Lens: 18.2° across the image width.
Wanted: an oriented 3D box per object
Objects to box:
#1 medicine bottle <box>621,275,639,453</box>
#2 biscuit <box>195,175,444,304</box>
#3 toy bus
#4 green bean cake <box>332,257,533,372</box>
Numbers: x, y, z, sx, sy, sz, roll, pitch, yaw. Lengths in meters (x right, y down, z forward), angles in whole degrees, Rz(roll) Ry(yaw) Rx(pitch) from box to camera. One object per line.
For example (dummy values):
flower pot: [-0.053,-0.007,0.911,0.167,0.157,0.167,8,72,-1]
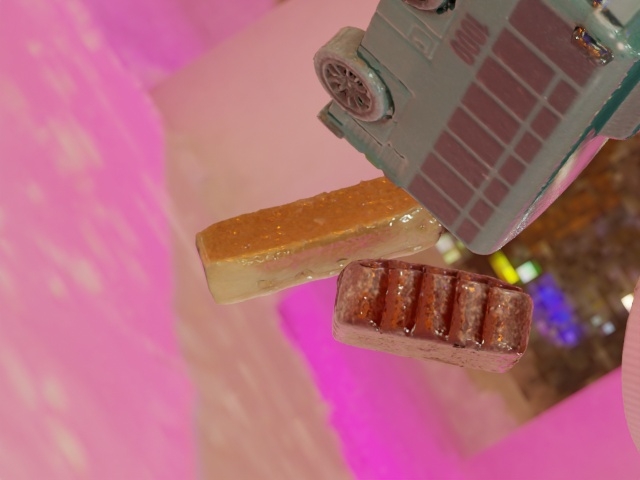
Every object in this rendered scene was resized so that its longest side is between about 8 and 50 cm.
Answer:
medicine bottle: [0.371,0.089,1.203,0.325,0.256,0.256,17,-26,44]
biscuit: [0.000,0.000,1.517,0.056,0.188,0.052,85,-12,-46]
toy bus: [0.101,-0.106,0.930,0.147,0.128,0.256,43,-23,6]
green bean cake: [0.076,0.051,1.391,0.135,0.136,0.056,96,5,-83]
